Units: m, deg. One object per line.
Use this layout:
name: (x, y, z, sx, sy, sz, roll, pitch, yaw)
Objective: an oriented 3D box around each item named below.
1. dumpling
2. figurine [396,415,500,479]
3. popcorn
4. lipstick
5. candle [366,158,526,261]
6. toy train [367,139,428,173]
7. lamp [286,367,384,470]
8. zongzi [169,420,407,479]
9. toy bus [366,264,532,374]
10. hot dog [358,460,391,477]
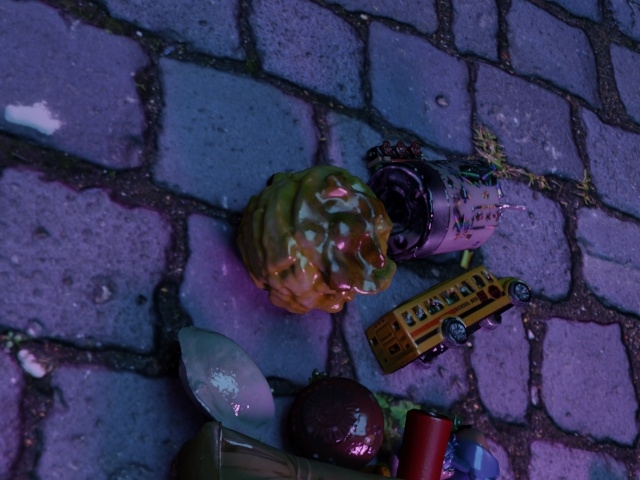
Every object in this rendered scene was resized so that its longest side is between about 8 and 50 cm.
dumpling: (-0.155, 0.226, 1.414, 0.216, 0.105, 0.149, 56, 42, 0)
figurine: (0.228, 0.361, 1.625, 0.178, 0.114, 0.144, 21, 55, -16)
popcorn: (0.004, -0.002, 1.556, 0.293, 0.237, 0.292, 12, 63, -26)
lipstick: (0.155, 0.395, 1.520, 0.080, 0.080, 0.241, 18, 79, -27)
candle: (0.245, -0.064, 1.789, 0.330, 0.187, 0.187, -6, 71, -39)
toy train: (0.152, -0.150, 1.855, 0.138, 0.050, 0.087, -2, 72, -35)
lamp: (0.028, 0.297, 1.497, 0.156, 0.135, 0.157, 19, 66, 25)
zongzi: (-0.044, 0.503, 1.294, 0.418, 0.181, 0.447, 16, 62, -21)
toy bus: (0.241, 0.136, 1.733, 0.336, 0.121, 0.123, -23, 75, -39)
hot dog: (0.067, 0.435, 1.495, 0.055, 0.072, 0.188, 55, 46, -29)
